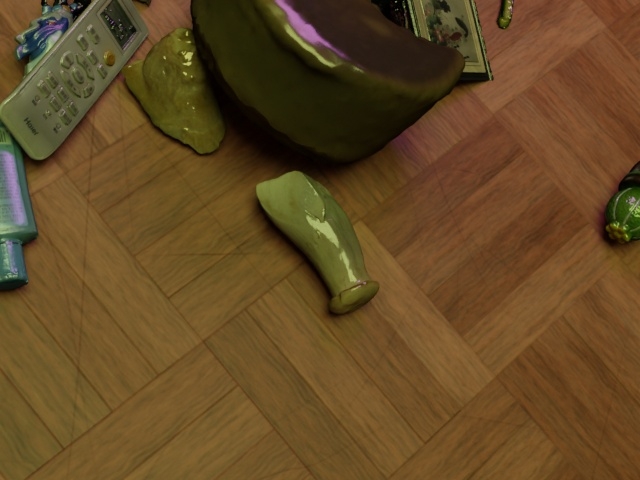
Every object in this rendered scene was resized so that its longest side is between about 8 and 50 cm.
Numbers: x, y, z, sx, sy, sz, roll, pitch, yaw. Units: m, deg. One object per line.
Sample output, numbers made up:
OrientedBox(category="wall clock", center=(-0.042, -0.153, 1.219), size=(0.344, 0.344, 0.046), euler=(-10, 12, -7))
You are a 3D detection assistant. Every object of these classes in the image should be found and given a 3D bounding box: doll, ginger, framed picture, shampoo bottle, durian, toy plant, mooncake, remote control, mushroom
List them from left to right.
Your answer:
OrientedBox(category="shampoo bottle", center=(-0.471, -0.054, 1.431), size=(0.104, 0.061, 0.258), euler=(-8, 72, -24))
OrientedBox(category="doll", center=(-0.422, -0.317, 1.544), size=(0.096, 0.070, 0.195), euler=(38, 57, -34))
OrientedBox(category="remote control", center=(-0.380, -0.264, 1.513), size=(0.055, 0.109, 0.313), euler=(4, 50, 34))
OrientedBox(category="ginger", center=(-0.201, -0.239, 1.552), size=(0.193, 0.122, 0.115), euler=(52, 45, 0))
OrientedBox(category="mooncake", center=(-0.001, -0.322, 1.551), size=(0.393, 0.246, 0.394), euler=(14, 48, -34))
OrientedBox(category="mushroom", center=(0.004, -0.006, 1.531), size=(0.108, 0.096, 0.247), euler=(-27, 81, -48))
OrientedBox(category="durian", center=(0.135, -0.373, 1.716), size=(0.108, 0.119, 0.187), euler=(24, 61, -46))
OrientedBox(category="framed picture", center=(0.220, -0.373, 1.705), size=(0.195, 0.010, 0.199), euler=(-9, 85, -46))
OrientedBox(category="toy plant", center=(0.549, -0.063, 1.706), size=(0.093, 0.093, 0.162), euler=(39, 68, 1))

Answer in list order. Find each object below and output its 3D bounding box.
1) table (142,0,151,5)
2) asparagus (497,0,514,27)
OrientedBox(category="table", center=(-0.309, -0.444, 1.621), size=(0.083, 0.062, 0.079), euler=(15, 67, -10))
OrientedBox(category="asparagus", center=(0.345, -0.442, 1.826), size=(0.025, 0.021, 0.108), euler=(17, 67, -8))
